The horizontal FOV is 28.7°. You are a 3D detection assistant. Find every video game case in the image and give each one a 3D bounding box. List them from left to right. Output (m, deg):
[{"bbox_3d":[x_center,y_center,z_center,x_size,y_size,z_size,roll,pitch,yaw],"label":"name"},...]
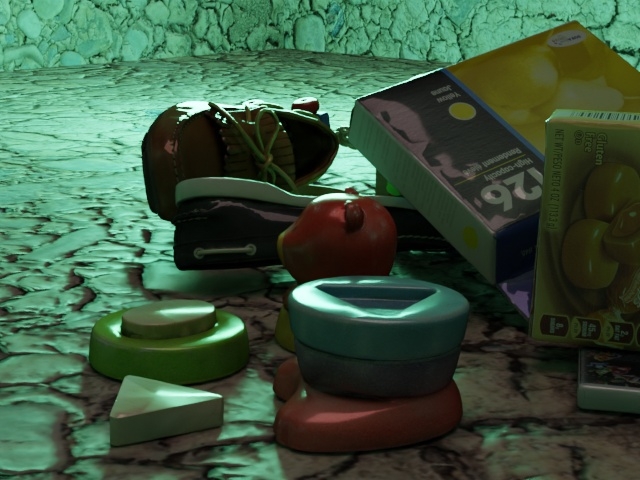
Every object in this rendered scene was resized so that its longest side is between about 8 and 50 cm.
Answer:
[{"bbox_3d":[0.300,0.105,0.988,0.190,0.022,0.173,5,13,11],"label":"video game case"}]

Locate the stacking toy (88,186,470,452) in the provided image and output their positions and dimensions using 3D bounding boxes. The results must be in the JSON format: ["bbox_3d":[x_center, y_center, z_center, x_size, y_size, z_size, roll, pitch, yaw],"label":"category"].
[{"bbox_3d":[-0.037,0.047,0.968,0.279,0.130,0.309,-1,13,-12],"label":"stacking toy"}]

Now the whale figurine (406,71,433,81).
[{"bbox_3d":[0.209,-0.138,1.838,0.216,0.141,0.272,-9,40,-18],"label":"whale figurine"}]

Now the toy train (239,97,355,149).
[{"bbox_3d":[-0.032,-0.135,1.782,0.248,0.105,0.143,1,23,26],"label":"toy train"}]

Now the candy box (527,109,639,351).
[{"bbox_3d":[0.332,-0.001,0.989,0.316,0.183,0.087,5,14,15],"label":"candy box"}]

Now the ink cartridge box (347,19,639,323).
[{"bbox_3d":[0.236,-0.078,1.235,0.303,0.072,0.307,-22,50,-28],"label":"ink cartridge box"}]

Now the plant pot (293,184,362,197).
[{"bbox_3d":[-0.056,-0.034,1.518,0.236,0.032,0.236,1,14,0],"label":"plant pot"}]

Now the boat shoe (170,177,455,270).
[{"bbox_3d":[0.000,0.000,1.264,0.302,0.091,0.114,4,-11,-7],"label":"boat shoe"}]

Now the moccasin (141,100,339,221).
[{"bbox_3d":[-0.082,-0.092,1.438,0.147,0.139,0.380,-3,2,23],"label":"moccasin"}]

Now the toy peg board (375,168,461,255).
[{"bbox_3d":[0.135,-0.037,1.353,0.161,0.161,0.079,7,45,7],"label":"toy peg board"}]
